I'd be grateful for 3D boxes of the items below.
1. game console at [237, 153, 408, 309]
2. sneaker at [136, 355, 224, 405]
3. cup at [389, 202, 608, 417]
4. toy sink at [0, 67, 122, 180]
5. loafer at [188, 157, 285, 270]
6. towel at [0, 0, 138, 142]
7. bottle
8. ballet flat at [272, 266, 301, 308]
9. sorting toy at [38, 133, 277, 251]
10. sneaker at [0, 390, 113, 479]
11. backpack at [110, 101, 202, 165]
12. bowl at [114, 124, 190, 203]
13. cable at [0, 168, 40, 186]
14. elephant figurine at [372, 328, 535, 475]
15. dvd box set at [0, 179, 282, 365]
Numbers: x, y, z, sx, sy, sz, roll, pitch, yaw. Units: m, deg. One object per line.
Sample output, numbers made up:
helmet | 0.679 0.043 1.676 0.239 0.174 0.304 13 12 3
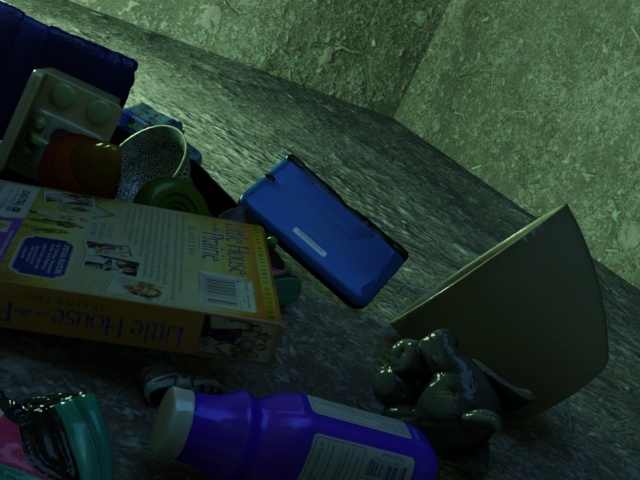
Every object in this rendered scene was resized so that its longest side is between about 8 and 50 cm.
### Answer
game console | 0.000 0.000 1.625 0.293 0.173 0.250 40 50 6
sneaker | -0.161 0.155 0.988 0.098 0.038 0.069 13 22 -38
cup | 0.308 0.131 1.355 0.237 0.331 0.331 56 22 6
toy sink | -0.383 -0.162 1.305 0.131 0.153 0.234 24 5 -15
loafer | -0.163 -0.036 1.459 0.302 0.095 0.109 37 18 33
towel | -0.477 -0.259 1.440 0.308 0.228 0.076 22 24 -16
bottle | -0.026 0.213 0.873 0.282 0.118 0.092 19 18 -20
ballet flat | -0.111 0.070 1.276 0.079 0.077 0.221 14 8 28
sorting toy | -0.208 -0.053 1.240 0.365 0.127 0.126 28 -27 -30
sneaker | -0.267 0.150 0.689 0.295 0.124 0.178 42 27 23
backpack | -0.297 -0.164 1.623 0.173 0.117 0.158 30 18 3
bowl | -0.277 -0.102 1.455 0.170 0.170 0.080 43 -8 44
cable | -0.406 -0.054 1.264 0.184 0.047 0.150 26 11 14
elephant figurine | 0.195 0.218 1.151 0.239 0.169 0.186 32 38 -42
dvd box set | -0.266 0.024 1.050 0.420 0.062 0.308 10 21 -13
